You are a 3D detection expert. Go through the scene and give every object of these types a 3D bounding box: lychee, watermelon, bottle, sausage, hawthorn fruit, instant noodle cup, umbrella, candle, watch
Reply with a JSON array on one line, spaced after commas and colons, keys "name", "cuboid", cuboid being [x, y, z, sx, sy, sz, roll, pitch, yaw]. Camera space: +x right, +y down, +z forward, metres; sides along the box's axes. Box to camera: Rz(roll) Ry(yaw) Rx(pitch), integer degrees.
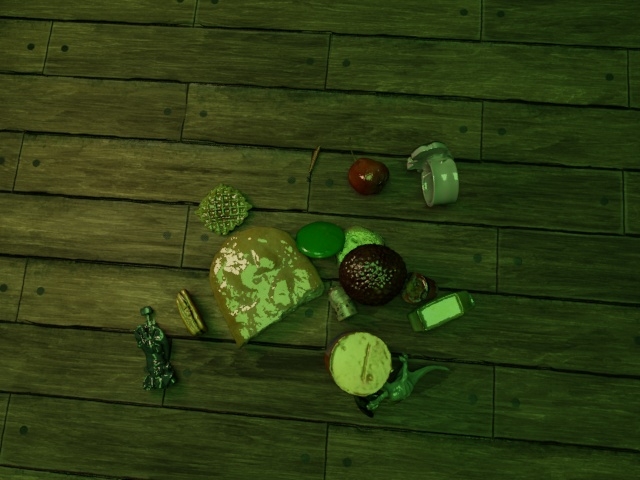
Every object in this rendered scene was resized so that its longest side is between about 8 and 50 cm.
[{"name": "lychee", "cuboid": [0.203, 0.136, 1.828, 0.261, 0.260, 0.260, 0, 80, 2]}, {"name": "watermelon", "cuboid": [0.204, 0.631, 1.851, 0.094, 0.135, 0.125, -20, 74, -39]}, {"name": "bottle", "cuboid": [0.085, 0.248, 1.915, 0.099, 0.099, 0.152, -25, 77, -2]}, {"name": "sausage", "cuboid": [0.133, 0.458, 1.779, 0.233, 0.287, 0.232, 1, 78, -3]}, {"name": "hawthorn fruit", "cuboid": [0.167, -0.321, 1.989, 0.165, 0.165, 0.285, -34, 71, -3]}, {"name": "instant noodle cup", "cuboid": [0.404, 0.193, 1.876, 0.127, 0.136, 0.127, -9, 77, 40]}, {"name": "umbrella", "cuboid": [-0.689, 0.439, 1.917, 0.143, 0.094, 0.348, -15, 78, -4]}, {"name": "candle", "cuboid": [-0.035, -0.336, 2.055, 0.026, 0.021, 0.167, 17, 83, 15]}, {"name": "watch", "cuboid": [0.465, -0.262, 1.909, 0.196, 0.244, 0.231, -6, 73, 1]}]

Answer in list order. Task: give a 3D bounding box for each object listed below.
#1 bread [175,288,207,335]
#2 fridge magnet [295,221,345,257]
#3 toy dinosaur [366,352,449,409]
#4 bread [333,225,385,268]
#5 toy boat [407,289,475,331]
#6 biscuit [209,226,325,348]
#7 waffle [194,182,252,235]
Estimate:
[{"name": "bread", "cuboid": [-0.534, 0.297, 1.920, 0.077, 0.116, 0.200, -29, 81, -7]}, {"name": "fridge magnet", "cuboid": [0.000, 0.000, 1.933, 0.208, 0.088, 0.208, -1, 45, 1]}, {"name": "toy dinosaur", "cuboid": [0.335, 0.531, 1.818, 0.393, 0.092, 0.205, -3, 99, -35]}, {"name": "bread", "cuboid": [0.163, 0.044, 1.976, 0.229, 0.033, 0.228, -1, 80, 4]}, {"name": "toy boat", "cuboid": [0.495, 0.284, 1.896, 0.277, 0.084, 0.111, -22, 78, 0]}, {"name": "biscuit", "cuboid": [-0.239, 0.152, 1.939, 0.430, 0.104, 0.445, -27, 81, -2]}, {"name": "waffle", "cuboid": [-0.421, -0.132, 2.020, 0.208, 0.054, 0.214, 39, 90, 5]}]
